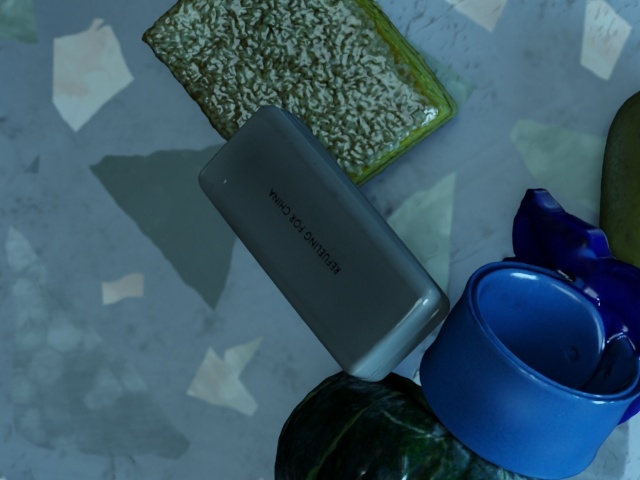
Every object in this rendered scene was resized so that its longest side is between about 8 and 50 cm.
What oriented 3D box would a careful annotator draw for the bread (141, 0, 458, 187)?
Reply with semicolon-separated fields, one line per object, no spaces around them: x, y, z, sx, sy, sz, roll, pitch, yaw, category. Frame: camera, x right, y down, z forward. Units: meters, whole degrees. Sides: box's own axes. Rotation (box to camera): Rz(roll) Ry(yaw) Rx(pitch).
-0.017;-0.154;1.563;0.184;0.110;0.234;-38;87;12;bread

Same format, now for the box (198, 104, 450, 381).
0.000;0.000;1.446;0.103;0.055;0.243;-46;61;13;box

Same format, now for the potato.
0.323;-0.024;1.499;0.174;0.159;0.251;-13;81;12;potato

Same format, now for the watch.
0.181;0.089;1.430;0.196;0.200;0.171;36;124;29;watch

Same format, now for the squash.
0.079;0.215;1.474;0.252;0.252;0.165;33;87;6;squash
